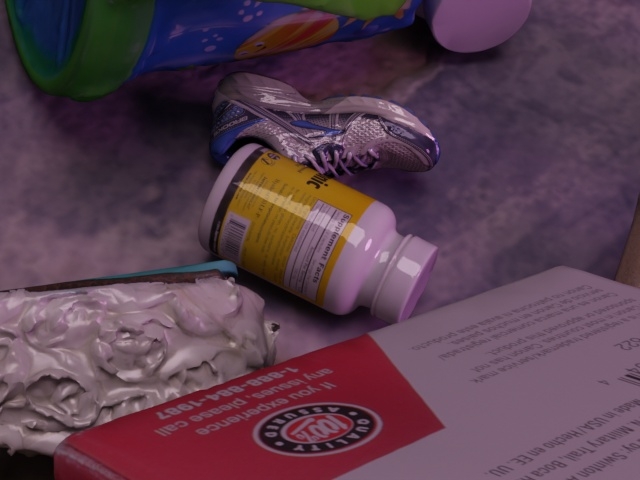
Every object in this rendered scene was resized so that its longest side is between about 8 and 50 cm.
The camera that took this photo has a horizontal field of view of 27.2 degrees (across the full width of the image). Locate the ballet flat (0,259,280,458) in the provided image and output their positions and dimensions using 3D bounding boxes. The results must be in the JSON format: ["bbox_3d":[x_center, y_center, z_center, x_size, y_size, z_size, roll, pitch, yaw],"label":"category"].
[{"bbox_3d":[-0.217,0.080,0.570,0.408,0.147,0.147,-1,53,-9],"label":"ballet flat"}]

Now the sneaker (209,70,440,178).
[{"bbox_3d":[-0.001,-0.050,0.752,0.135,0.052,0.058,11,61,9],"label":"sneaker"}]

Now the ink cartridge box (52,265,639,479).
[{"bbox_3d":[0.145,0.151,0.395,0.279,0.160,0.384,-13,22,-43],"label":"ink cartridge box"}]

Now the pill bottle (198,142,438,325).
[{"bbox_3d":[0.000,0.000,0.697,0.116,0.065,0.065,27,54,11],"label":"pill bottle"}]

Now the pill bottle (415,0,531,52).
[{"bbox_3d":[0.081,-0.196,0.846,0.086,0.086,0.152,-7,53,-13],"label":"pill bottle"}]

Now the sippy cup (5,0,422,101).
[{"bbox_3d":[-0.052,-0.201,0.757,0.224,0.240,0.305,-5,62,-25],"label":"sippy cup"}]

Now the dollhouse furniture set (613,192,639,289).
[{"bbox_3d":[0.282,0.020,0.721,0.197,0.151,0.301,11,66,29],"label":"dollhouse furniture set"}]
